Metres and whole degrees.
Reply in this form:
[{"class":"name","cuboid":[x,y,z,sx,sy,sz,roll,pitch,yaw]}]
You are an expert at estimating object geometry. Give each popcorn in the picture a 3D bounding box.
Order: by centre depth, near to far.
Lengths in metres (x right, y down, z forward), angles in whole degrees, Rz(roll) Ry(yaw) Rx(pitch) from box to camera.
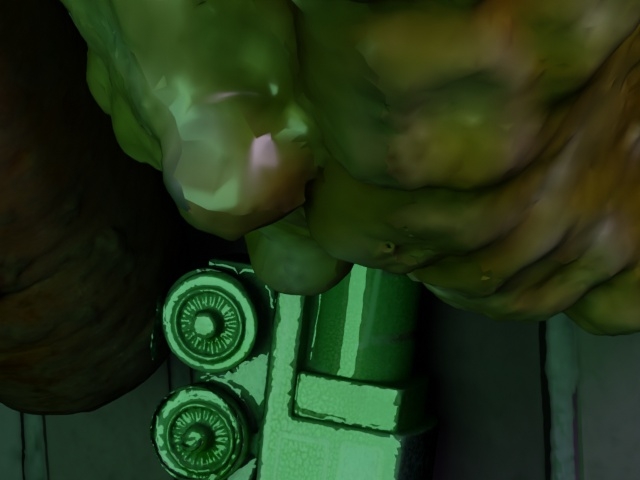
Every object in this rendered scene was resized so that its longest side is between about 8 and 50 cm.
[{"class":"popcorn","cuboid":[0.031,-0.121,0.533,0.279,0.335,0.274,35,87,19]}]

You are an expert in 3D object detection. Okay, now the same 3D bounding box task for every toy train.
[{"class":"toy train","cuboid":[0.000,0.000,0.716,0.119,0.085,0.251,9,97,16]}]

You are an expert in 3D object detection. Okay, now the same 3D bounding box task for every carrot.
[{"class":"carrot","cuboid":[-0.131,-0.035,0.672,0.139,0.139,0.302,41,159,23]}]

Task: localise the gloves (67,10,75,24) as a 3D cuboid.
[{"class":"gloves","cuboid":[-0.155,-0.069,0.813,0.153,0.070,0.114,-5,97,21]}]
